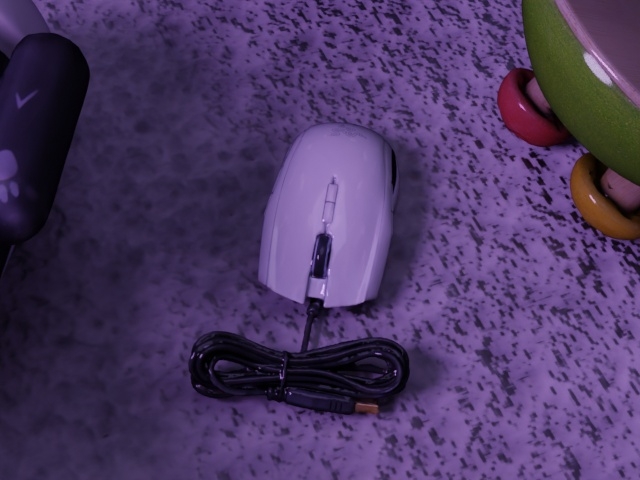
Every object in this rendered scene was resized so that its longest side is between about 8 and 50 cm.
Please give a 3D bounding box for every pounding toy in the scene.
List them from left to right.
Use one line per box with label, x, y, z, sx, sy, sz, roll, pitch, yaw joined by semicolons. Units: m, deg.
pounding toy;0.182;-0.057;0.694;0.237;0.110;0.183;28;38;-18

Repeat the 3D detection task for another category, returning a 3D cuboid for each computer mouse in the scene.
computer mouse;0.000;0.000;0.659;0.106;0.042;0.193;7;53;3

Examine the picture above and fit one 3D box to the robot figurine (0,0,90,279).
robot figurine;-0.222;-0.022;0.586;0.209;0.173;0.278;15;53;-4
